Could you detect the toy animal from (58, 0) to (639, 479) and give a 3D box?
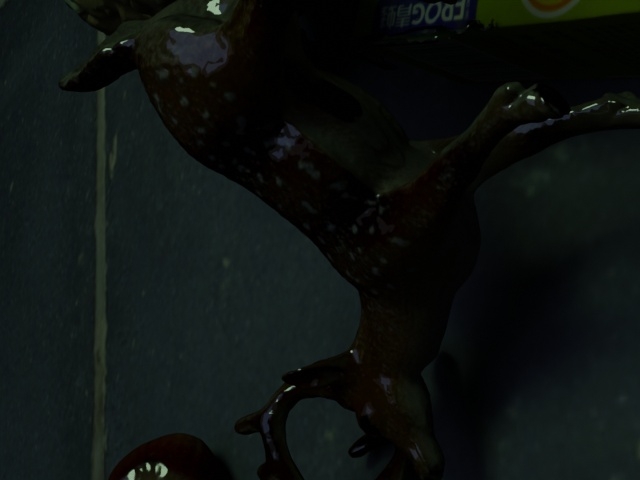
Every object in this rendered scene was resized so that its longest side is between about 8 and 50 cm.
[{"bbox_3d":[0.011,-0.009,0.420,0.243,0.087,0.260,50,136,-2],"label":"toy animal"}]

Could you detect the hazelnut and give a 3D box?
[{"bbox_3d":[-0.095,0.159,0.624,0.086,0.086,0.086,-18,67,51],"label":"hazelnut"}]

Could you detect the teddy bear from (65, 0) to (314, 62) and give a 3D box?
[{"bbox_3d":[-0.035,-0.200,0.531,0.256,0.156,0.267,-58,-6,-10],"label":"teddy bear"}]

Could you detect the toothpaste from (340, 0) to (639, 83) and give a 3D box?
[{"bbox_3d":[0.139,-0.119,0.365,0.327,0.077,0.110,9,87,54],"label":"toothpaste"}]
